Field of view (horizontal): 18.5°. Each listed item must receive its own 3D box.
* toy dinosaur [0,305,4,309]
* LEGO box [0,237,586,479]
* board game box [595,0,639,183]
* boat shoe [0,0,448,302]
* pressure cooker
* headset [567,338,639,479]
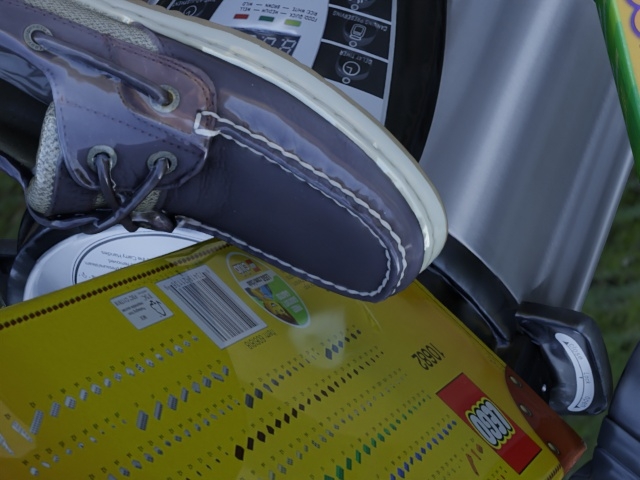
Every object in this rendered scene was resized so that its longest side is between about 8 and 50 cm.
[{"bbox_3d":[-0.178,0.094,1.546,0.127,0.295,0.200,-121,31,-44],"label":"toy dinosaur"},{"bbox_3d":[-0.120,0.201,0.814,0.193,0.500,0.372,43,108,8],"label":"LEGO box"},{"bbox_3d":[0.131,-0.070,0.774,0.039,0.124,0.259,-17,96,7],"label":"board game box"},{"bbox_3d":[-0.088,-0.046,0.776,0.285,0.092,0.103,32,145,1],"label":"boat shoe"},{"bbox_3d":[0.003,0.004,1.304,0.375,0.420,0.370,35,145,-13],"label":"pressure cooker"},{"bbox_3d":[0.278,0.177,1.173,0.185,0.243,0.394,40,133,45],"label":"headset"}]
